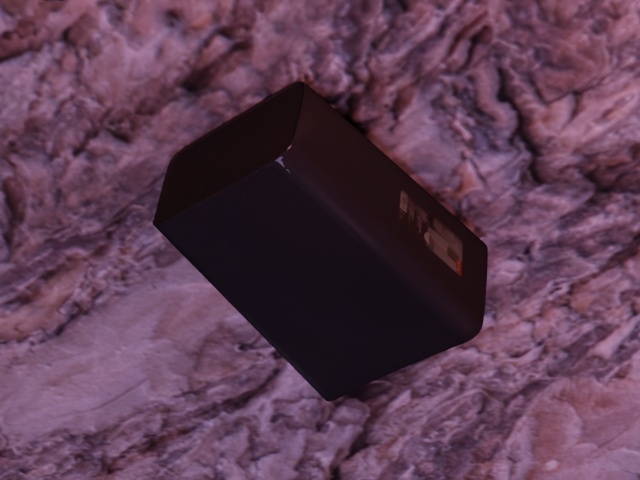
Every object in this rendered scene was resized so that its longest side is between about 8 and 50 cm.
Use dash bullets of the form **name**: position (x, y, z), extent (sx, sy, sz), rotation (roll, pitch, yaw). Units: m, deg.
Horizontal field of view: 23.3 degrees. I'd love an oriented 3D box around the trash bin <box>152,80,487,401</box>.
- **trash bin**: position (0.000, 0.000, 1.238), extent (0.165, 0.115, 0.225), rotation (-27, 123, 31)
